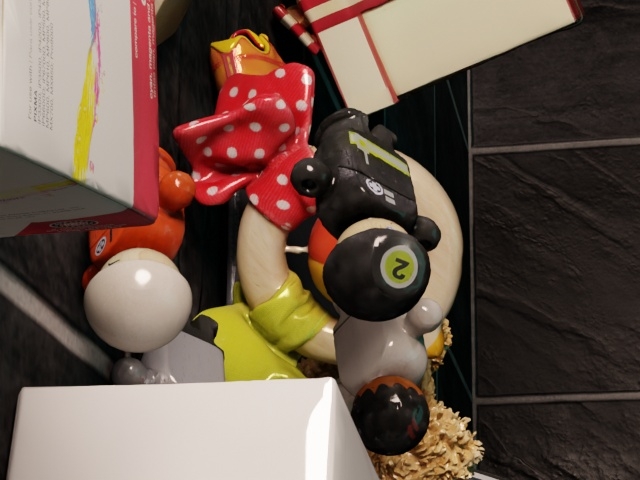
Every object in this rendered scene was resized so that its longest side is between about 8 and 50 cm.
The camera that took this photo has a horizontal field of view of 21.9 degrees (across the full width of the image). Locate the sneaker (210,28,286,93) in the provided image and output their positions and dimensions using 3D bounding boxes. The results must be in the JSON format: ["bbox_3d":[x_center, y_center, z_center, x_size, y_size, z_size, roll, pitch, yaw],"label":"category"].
[{"bbox_3d":[-0.046,-0.139,1.353,0.175,0.064,0.067,-3,80,-82],"label":"sneaker"}]

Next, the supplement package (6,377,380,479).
[{"bbox_3d":[-0.051,0.216,0.924,0.293,0.175,0.178,68,22,-59],"label":"supplement package"}]

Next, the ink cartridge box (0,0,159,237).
[{"bbox_3d":[-0.148,-0.074,0.631,0.176,0.128,0.127,34,53,-77],"label":"ink cartridge box"}]

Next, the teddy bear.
[{"bbox_3d":[0.025,0.187,1.246,0.113,0.245,0.338,46,19,-22],"label":"teddy bear"}]

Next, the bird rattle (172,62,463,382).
[{"bbox_3d":[0.000,0.000,1.203,0.143,0.206,0.254,-1,94,-87],"label":"bird rattle"}]

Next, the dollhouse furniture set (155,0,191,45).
[{"bbox_3d":[-0.124,-0.220,1.061,0.151,0.123,0.144,-60,180,20],"label":"dollhouse furniture set"}]

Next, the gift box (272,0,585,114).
[{"bbox_3d":[0.085,-0.279,1.587,0.276,0.258,0.255,67,13,1],"label":"gift box"}]

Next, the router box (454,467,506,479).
[{"bbox_3d":[0.050,0.357,1.313,0.243,0.081,0.309,-82,-167,-46],"label":"router box"}]

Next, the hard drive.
[{"bbox_3d":[-0.027,0.023,1.414,0.255,0.054,0.172,55,33,-69],"label":"hard drive"}]

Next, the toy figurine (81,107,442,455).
[{"bbox_3d":[-0.031,0.044,0.987,0.148,0.213,0.210,-99,-178,-49],"label":"toy figurine"}]
